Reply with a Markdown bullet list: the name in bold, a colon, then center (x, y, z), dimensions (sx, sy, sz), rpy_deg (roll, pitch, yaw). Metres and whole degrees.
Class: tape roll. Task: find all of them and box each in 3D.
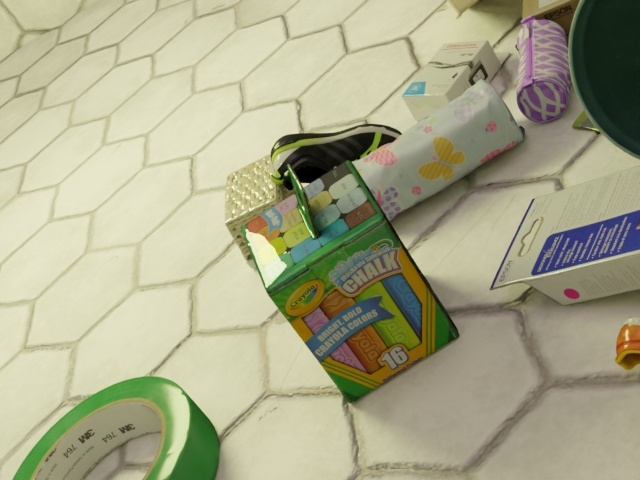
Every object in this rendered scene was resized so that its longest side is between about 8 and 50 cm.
- **tape roll**: center (-0.295, 0.336, 1.536), dimensions (0.321, 0.077, 0.321), rpy_deg (-25, 33, 17)

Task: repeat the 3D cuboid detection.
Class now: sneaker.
- **sneaker**: center (0.031, -0.124, 1.811), dimensions (0.235, 0.084, 0.097), rpy_deg (-9, 58, -8)
- **sneaker**: center (0.404, 0.122, 1.192), dimensions (0.175, 0.064, 0.067), rpy_deg (-6, 61, 46)

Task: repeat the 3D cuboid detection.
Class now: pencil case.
- **pencil case**: center (0.174, -0.137, 1.695), dimensions (0.273, 0.113, 0.124), rpy_deg (-33, 21, 3)
- **pencil case**: center (0.349, -0.273, 1.736), dimensions (0.086, 0.088, 0.206), rpy_deg (-22, 34, 24)

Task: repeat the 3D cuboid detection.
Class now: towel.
- **towel**: center (0.417, -0.181, 1.622), dimensions (0.060, 0.009, 0.083), rpy_deg (-46, 32, -17)

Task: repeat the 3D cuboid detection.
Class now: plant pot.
- **plant pot**: center (0.497, -0.257, 1.431), dimensions (0.293, 0.293, 0.196), rpy_deg (-9, 13, 36)

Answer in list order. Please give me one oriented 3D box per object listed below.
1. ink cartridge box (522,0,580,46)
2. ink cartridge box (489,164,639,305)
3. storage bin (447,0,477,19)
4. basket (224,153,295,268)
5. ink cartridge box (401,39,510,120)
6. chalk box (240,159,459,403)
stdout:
- **ink cartridge box**: center (0.461, -0.428, 1.841), dimensions (0.235, 0.088, 0.193), rpy_deg (-20, 35, 25)
- **ink cartridge box**: center (0.385, -0.019, 1.340), dimensions (0.371, 0.069, 0.175), rpy_deg (-16, 34, 48)
- **storage bin**: center (0.319, -0.542, 1.992), dimensions (0.262, 0.123, 0.260), rpy_deg (-37, 8, 19)
- **basket**: center (-0.094, -0.054, 1.845), dimensions (0.113, 0.103, 0.167), rpy_deg (-25, 32, 14)
- **ink cartridge box**: center (0.233, -0.285, 1.887), dimensions (0.104, 0.060, 0.180), rpy_deg (6, 50, 48)
- **chalk box**: center (0.021, 0.032, 1.440), dimensions (0.179, 0.289, 0.180), rpy_deg (-33, 31, 4)
